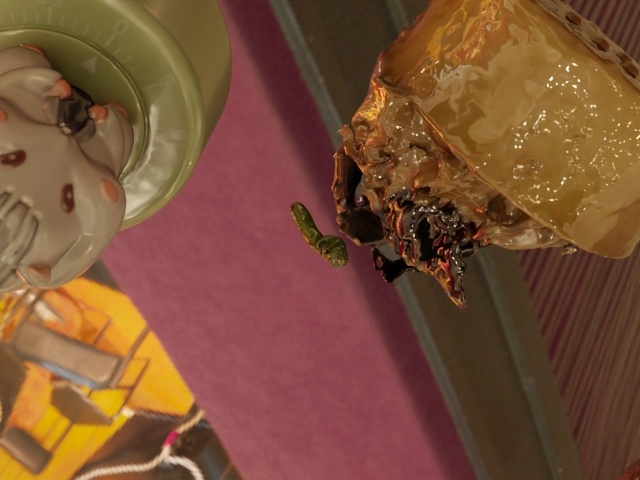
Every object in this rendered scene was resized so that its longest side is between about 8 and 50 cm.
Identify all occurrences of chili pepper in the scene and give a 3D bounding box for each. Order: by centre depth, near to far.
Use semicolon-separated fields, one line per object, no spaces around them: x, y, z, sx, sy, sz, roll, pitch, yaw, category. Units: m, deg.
0.000;0.000;0.754;0.083;0.022;0.027;47;130;43;chili pepper

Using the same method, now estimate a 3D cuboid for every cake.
0.174;-0.079;0.961;0.332;0.332;0.321;36;114;-9;cake

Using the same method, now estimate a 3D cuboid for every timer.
-0.222;-0.084;0.759;0.290;0.315;0.291;-1;126;-1;timer

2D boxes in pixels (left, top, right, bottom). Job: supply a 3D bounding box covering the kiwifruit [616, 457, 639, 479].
0.303;0.254;0.699;0.196;0.196;0.234;-21;97;47;kiwifruit
